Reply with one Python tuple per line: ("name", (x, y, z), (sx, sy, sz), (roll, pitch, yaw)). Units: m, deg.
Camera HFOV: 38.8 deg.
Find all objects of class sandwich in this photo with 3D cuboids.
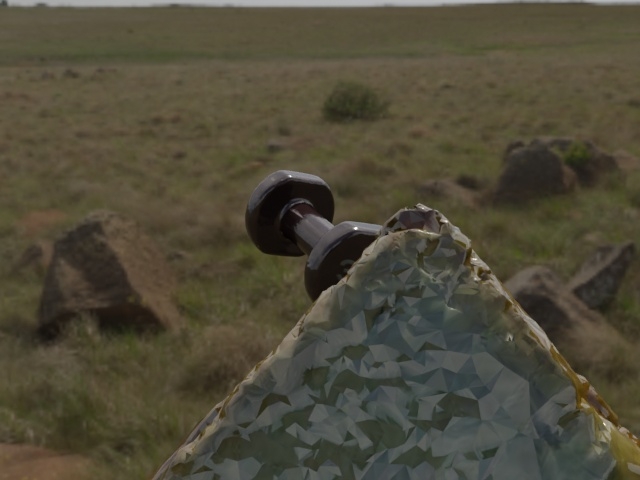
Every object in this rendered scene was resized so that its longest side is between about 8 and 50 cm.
("sandwich", (0.063, 0.187, 0.370), (0.325, 0.262, 0.131), (45, -2, 12))

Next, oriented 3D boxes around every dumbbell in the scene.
("dumbbell", (0.000, 0.000, 1.232), (0.140, 0.124, 0.225), (7, 21, -36))
